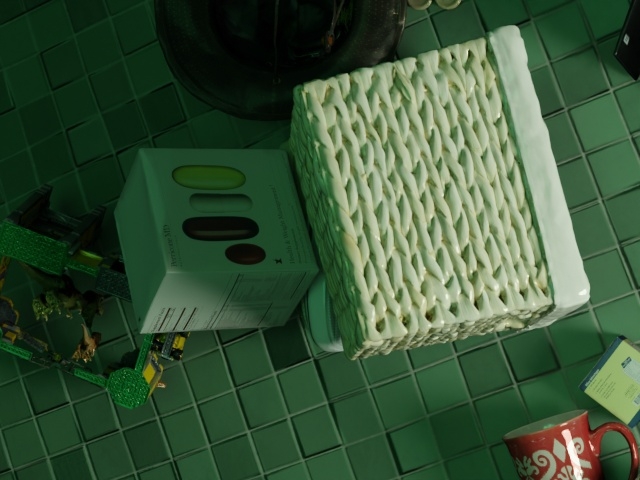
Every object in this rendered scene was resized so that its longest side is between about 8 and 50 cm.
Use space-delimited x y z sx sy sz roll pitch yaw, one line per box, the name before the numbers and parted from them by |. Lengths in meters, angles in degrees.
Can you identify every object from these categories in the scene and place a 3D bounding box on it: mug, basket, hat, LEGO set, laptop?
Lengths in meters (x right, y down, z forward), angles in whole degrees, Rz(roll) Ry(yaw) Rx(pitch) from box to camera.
mug | 0.317 0.304 1.741 0.150 0.113 0.169 -22 85 49
basket | 0.128 -0.034 1.673 0.266 0.328 0.331 -15 83 -4
hat | -0.051 -0.309 1.879 0.331 0.134 0.331 0 95 1
LEGO set | -0.321 0.067 1.963 0.331 0.192 0.255 13 112 5
laptop | 0.348 -0.350 1.689 0.136 0.234 0.264 -35 79 14

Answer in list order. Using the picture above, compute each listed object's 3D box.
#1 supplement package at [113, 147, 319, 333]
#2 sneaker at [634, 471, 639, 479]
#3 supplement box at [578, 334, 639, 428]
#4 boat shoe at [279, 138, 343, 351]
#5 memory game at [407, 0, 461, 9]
supplement package | -0.138 -0.002 1.814 0.149 0.203 0.194 121 140 -50
sneaker | 0.487 0.343 1.675 0.235 0.095 0.090 22 88 -3
supplement box | 0.383 0.175 1.757 0.083 0.056 0.083 38 100 16
boat shoe | 0.000 0.000 1.882 0.094 0.109 0.302 -8 78 35
memory game | 0.155 -0.397 1.874 0.186 0.012 0.186 0 89 20
